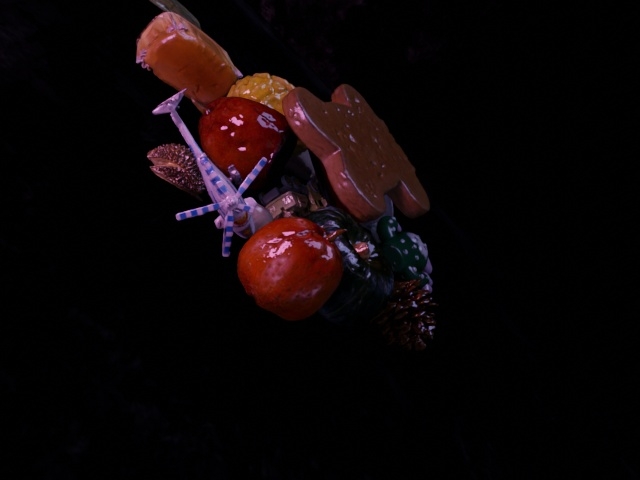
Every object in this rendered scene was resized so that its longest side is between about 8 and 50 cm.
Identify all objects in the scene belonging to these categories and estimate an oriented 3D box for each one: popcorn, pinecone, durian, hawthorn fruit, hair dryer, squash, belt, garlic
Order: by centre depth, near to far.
[{"bbox_3d":[-0.037,0.038,1.357,0.179,0.200,0.179,50,15,-19],"label":"hawthorn fruit"},{"bbox_3d":[-0.248,-0.130,1.431,0.140,0.071,0.110,45,16,-31],"label":"durian"},{"bbox_3d":[-0.131,-0.046,1.544,0.152,0.066,0.084,34,19,-36],"label":"garlic"},{"bbox_3d":[0.035,0.053,1.573,0.252,0.165,0.252,45,14,-15],"label":"squash"},{"bbox_3d":[-0.174,-0.220,1.657,0.251,0.190,0.190,29,22,-19],"label":"hawthorn fruit"},{"bbox_3d":[0.190,0.169,1.752,0.173,0.173,0.174,44,16,-17],"label":"pinecone"},{"bbox_3d":[-0.130,-0.287,1.877,0.225,0.203,0.201,6,65,-32],"label":"popcorn"},{"bbox_3d":[0.055,-0.159,2.020,0.227,0.115,0.324,-116,-173,-64],"label":"belt"},{"bbox_3d":[0.168,-0.015,2.337,0.063,0.038,0.124,35,26,-40],"label":"hair dryer"}]

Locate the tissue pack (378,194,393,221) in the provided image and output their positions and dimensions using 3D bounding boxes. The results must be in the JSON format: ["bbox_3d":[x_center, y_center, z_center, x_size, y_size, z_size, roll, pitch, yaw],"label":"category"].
[{"bbox_3d":[0.128,-0.171,2.446,0.229,0.145,0.159,-108,-175,-53],"label":"tissue pack"}]

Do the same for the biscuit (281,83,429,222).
[{"bbox_3d":[0.087,-0.185,1.759,0.368,0.076,0.394,57,27,4],"label":"biscuit"}]

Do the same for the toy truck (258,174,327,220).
[{"bbox_3d":[-0.054,-0.076,1.790,0.191,0.085,0.116,4,56,-64],"label":"toy truck"}]

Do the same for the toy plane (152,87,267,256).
[{"bbox_3d":[-0.204,-0.117,1.377,0.273,0.182,0.107,41,-2,-12],"label":"toy plane"}]

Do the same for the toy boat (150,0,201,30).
[{"bbox_3d":[-0.433,-0.659,2.191,0.293,0.055,0.093,35,18,-41],"label":"toy boat"}]

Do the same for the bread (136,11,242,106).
[{"bbox_3d":[-0.305,-0.415,1.817,0.241,0.136,0.107,32,22,-48],"label":"bread"}]

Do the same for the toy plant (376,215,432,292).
[{"bbox_3d":[0.248,0.037,2.277,0.232,0.112,0.243,46,25,-16],"label":"toy plant"}]

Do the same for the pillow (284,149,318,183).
[{"bbox_3d":[-0.089,-0.242,2.112,0.270,0.067,0.173,28,26,-58],"label":"pillow"}]
